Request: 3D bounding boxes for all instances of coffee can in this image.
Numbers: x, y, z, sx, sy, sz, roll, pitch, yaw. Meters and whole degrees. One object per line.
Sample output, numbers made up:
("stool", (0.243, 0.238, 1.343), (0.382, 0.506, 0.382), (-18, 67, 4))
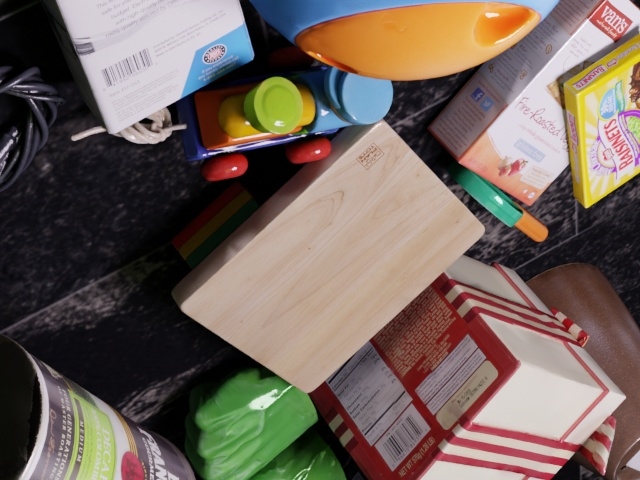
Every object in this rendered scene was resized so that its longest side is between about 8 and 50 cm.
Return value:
("coffee can", (-0.269, 0.230, 1.439), (0.201, 0.201, 0.275), (-41, 142, 3))

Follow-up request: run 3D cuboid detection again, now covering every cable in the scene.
("cable", (-0.291, -0.079, 1.232), (0.184, 0.047, 0.151), (-19, 139, -24))

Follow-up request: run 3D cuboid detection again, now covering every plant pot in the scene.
("plant pot", (0.333, 0.181, 1.857), (0.215, 0.230, 0.215), (-23, 140, -21))

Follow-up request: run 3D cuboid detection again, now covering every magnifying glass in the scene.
("magnifying glass", (0.200, -0.036, 1.657), (0.026, 0.092, 0.231), (-49, 152, 9))

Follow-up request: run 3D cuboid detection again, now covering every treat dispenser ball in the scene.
("treat dispenser ball", (0.063, -0.263, 1.132), (0.288, 0.288, 0.288), (-22, 140, -20))

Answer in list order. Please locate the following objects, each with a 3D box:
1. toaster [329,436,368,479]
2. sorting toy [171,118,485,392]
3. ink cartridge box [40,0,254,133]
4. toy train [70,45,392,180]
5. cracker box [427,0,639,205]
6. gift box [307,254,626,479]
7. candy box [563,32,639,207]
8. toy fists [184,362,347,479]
("toaster", (0.064, 0.335, 1.835), (0.110, 0.186, 0.168), (15, 118, -41))
("sorting toy", (0.000, 0.000, 1.515), (0.257, 0.089, 0.255), (-43, 143, 5))
("ink cartridge box", (-0.146, -0.198, 1.199), (0.139, 0.082, 0.191), (-30, 141, -12))
("toy train", (-0.070, -0.106, 1.283), (0.248, 0.143, 0.105), (-13, 95, -29))
("cracker box", (0.240, -0.159, 1.566), (0.232, 0.067, 0.155), (-49, 142, 13))
("gift box", (0.165, 0.184, 1.698), (0.255, 0.276, 0.258), (-47, 144, 19))
("candy box", (0.306, -0.123, 1.583), (0.105, 0.027, 0.206), (-32, 147, -7))
("toy fists", (-0.071, 0.240, 1.703), (0.142, 0.096, 0.279), (-39, 142, -16))
